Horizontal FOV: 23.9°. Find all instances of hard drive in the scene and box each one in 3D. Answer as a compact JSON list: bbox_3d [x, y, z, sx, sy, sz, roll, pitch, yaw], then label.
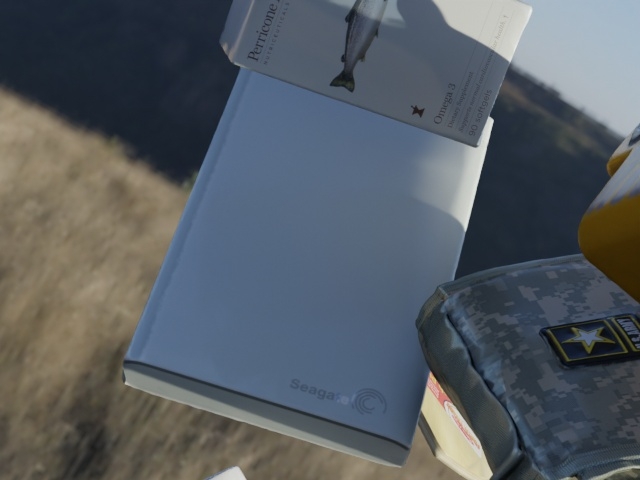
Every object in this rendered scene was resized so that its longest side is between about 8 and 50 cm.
[{"bbox_3d":[0.000,0.000,1.112,0.203,0.307,0.040,17,-37,1],"label":"hard drive"}]

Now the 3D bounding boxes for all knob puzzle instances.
[{"bbox_3d":[0.103,0.148,1.387,0.213,0.030,0.213,50,19,-25],"label":"knob puzzle"}]

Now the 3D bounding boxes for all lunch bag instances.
[{"bbox_3d":[0.210,0.130,0.960,0.287,0.169,0.235,24,19,-23],"label":"lunch bag"}]

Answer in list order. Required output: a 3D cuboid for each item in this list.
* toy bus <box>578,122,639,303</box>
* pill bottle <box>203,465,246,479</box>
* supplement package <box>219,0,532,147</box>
[{"bbox_3d":[0.238,-0.028,0.828,0.108,0.130,0.333,39,-10,-2],"label":"toy bus"},{"bbox_3d":[-0.048,0.253,1.041,0.180,0.108,0.108,61,13,9],"label":"pill bottle"},{"bbox_3d":[0.034,-0.147,1.029,0.179,0.105,0.105,17,13,-13],"label":"supplement package"}]
